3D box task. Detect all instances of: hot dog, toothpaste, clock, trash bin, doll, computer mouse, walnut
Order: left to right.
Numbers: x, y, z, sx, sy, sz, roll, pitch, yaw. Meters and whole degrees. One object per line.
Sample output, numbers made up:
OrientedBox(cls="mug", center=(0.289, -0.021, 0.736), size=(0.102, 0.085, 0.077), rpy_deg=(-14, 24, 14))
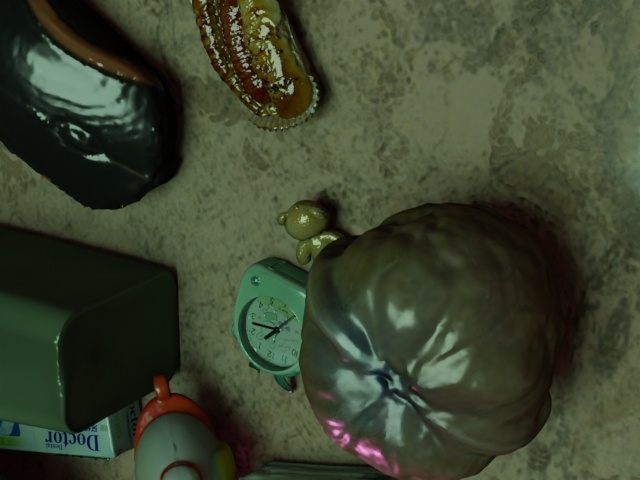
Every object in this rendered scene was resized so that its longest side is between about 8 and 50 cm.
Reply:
OrientedBox(cls="trash bin", center=(-0.349, 0.082, 1.626), size=(0.344, 0.223, 0.158), rpy_deg=(8, 108, 30))
OrientedBox(cls="toothpaste", center=(-0.352, 0.196, 1.755), size=(0.337, 0.067, 0.081), rpy_deg=(-1, 103, 33))
OrientedBox(cls="computer mouse", center=(-0.284, -0.164, 1.576), size=(0.323, 0.116, 0.183), rpy_deg=(42, 127, 15))
OrientedBox(cls="doll", center=(-0.124, 0.301, 1.589), size=(0.105, 0.200, 0.336), rpy_deg=(-16, 92, -2))
OrientedBox(cls="hot dog", center=(-0.066, -0.194, 1.461), size=(0.099, 0.053, 0.192), rpy_deg=(-25, 92, 32))
OrientedBox(cls="clock", center=(-0.042, 0.091, 1.538), size=(0.101, 0.041, 0.135), rpy_deg=(29, 119, 22))
OrientedBox(cls="doll", center=(-0.003, 0.004, 1.481), size=(0.062, 0.051, 0.093), rpy_deg=(-18, 95, 29))
OrientedBox(cls="walnut", center=(0.100, 0.086, 1.334), size=(0.248, 0.248, 0.248), rpy_deg=(10, 109, 30))

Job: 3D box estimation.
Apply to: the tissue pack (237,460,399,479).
OrientedBox(cls="tissue pack", center=(0.026, 0.356, 1.548), size=(0.185, 0.081, 0.257), rpy_deg=(-3, 101, 34))

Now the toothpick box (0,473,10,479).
OrientedBox(cls="toothpick box", center=(-0.517, 0.417, 1.722), size=(0.425, 0.409, 0.408), rpy_deg=(4, 106, 37))
